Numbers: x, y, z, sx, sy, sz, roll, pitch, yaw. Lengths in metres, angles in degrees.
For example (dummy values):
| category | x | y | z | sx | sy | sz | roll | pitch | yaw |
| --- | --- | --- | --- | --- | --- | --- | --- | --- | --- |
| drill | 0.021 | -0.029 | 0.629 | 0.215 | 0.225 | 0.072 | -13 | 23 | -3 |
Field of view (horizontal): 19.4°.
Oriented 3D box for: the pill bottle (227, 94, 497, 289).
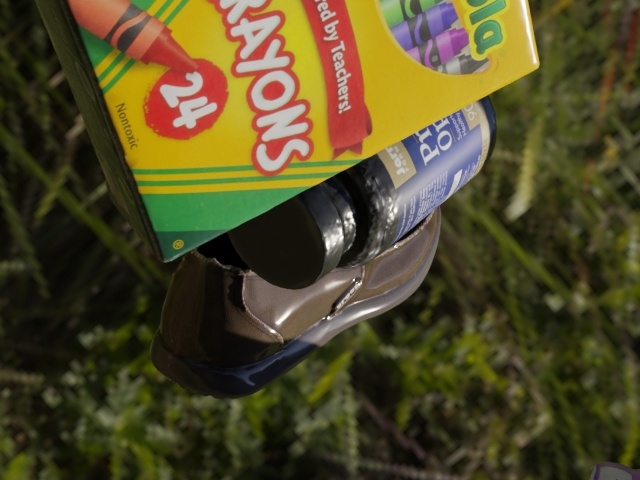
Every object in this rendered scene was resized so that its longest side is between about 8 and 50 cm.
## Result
| category | x | y | z | sx | sy | sz | roll | pitch | yaw |
| --- | --- | --- | --- | --- | --- | --- | --- | --- | --- |
| pill bottle | 0.029 | -0.054 | 1.419 | 0.123 | 0.123 | 0.219 | 51 | 48 | 0 |

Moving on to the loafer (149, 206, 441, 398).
| category | x | y | z | sx | sy | sz | roll | pitch | yaw |
| --- | --- | --- | --- | --- | --- | --- | --- | --- | --- |
| loafer | 0.000 | 0.000 | 1.553 | 0.134 | 0.130 | 0.366 | 23 | 35 | 20 |

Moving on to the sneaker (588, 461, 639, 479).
| category | x | y | z | sx | sy | sz | roll | pitch | yaw |
| --- | --- | --- | --- | --- | --- | --- | --- | --- | --- |
| sneaker | 0.304 | 0.232 | 1.568 | 0.161 | 0.102 | 0.282 | 7 | -13 | 30 |

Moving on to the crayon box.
| category | x | y | z | sx | sy | sz | roll | pitch | yaw |
| --- | --- | --- | --- | --- | --- | --- | --- | --- | --- |
| crayon box | 0.005 | -0.148 | 1.083 | 0.081 | 0.318 | 0.202 | 46 | -20 | 48 |
